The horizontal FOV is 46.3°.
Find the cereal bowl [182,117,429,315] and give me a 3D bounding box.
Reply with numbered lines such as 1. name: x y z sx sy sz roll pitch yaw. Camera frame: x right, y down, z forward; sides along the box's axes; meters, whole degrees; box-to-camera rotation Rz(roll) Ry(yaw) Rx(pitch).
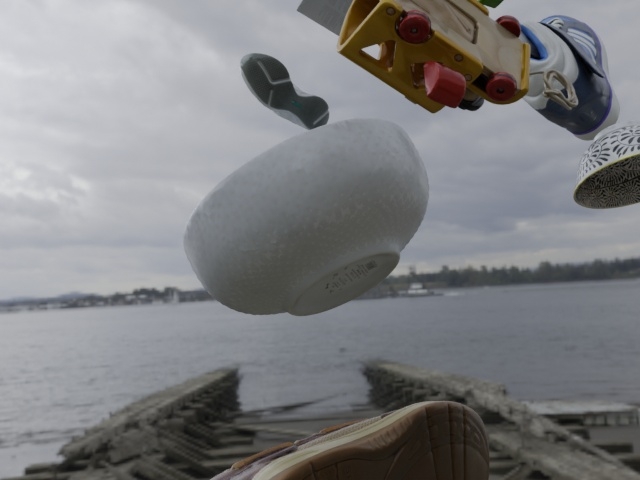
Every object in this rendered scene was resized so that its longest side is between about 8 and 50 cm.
1. cereal bowl: 0.000 0.000 0.973 0.338 0.141 0.339 -24 -21 -10

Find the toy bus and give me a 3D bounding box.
1. toy bus: 0.114 -0.176 0.712 0.190 0.202 0.104 -16 -15 -40

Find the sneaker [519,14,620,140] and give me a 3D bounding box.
1. sneaker: 0.370 -0.328 1.254 0.236 0.323 0.130 29 -51 -31

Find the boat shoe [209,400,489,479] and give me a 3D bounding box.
1. boat shoe: 0.034 0.218 0.694 0.123 0.123 0.341 -7 -3 42

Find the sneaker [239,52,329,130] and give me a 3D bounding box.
1. sneaker: -0.054 -0.179 0.915 0.061 0.054 0.152 21 -7 40

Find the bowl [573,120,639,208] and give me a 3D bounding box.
1. bowl: 0.435 -0.117 1.063 0.170 0.080 0.170 -8 -24 -3

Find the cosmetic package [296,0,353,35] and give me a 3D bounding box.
1. cosmetic package: 0.063 -0.455 1.218 0.098 0.060 0.239 30 -52 -13
